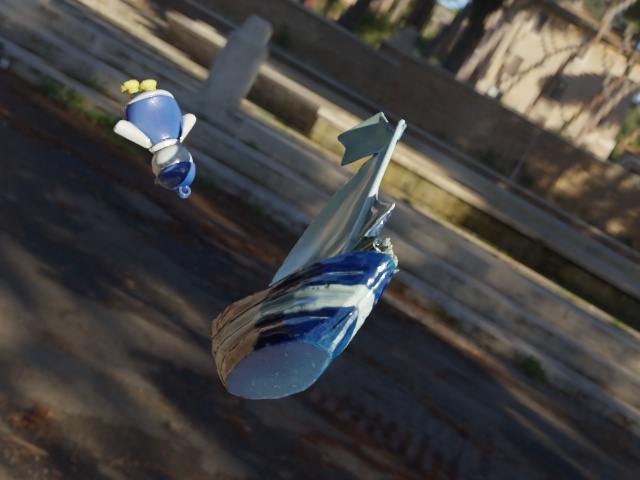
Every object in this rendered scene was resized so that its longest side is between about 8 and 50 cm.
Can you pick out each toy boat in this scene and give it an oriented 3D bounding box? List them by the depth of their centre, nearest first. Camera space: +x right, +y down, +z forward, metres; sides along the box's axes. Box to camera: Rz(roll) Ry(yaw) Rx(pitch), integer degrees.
[{"bbox_3d":[0.012,0.003,0.933,0.070,0.291,0.210,41,-18,-22],"label":"toy boat"}]

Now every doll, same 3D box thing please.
[{"bbox_3d":[-0.168,-0.108,1.210,0.099,0.057,0.143,-13,70,-39],"label":"doll"}]
